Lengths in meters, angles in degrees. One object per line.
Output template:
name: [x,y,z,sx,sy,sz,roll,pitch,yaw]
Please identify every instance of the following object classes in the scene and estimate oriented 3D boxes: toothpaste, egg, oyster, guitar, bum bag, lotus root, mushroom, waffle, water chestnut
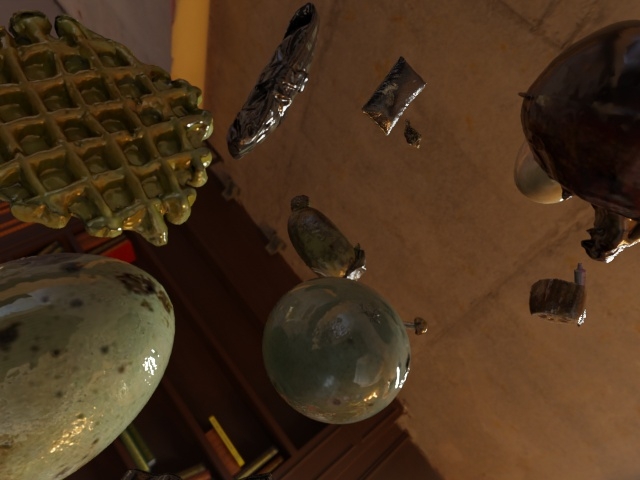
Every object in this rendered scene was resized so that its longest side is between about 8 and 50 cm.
toothpaste: [0.682,0.142,1.232,0.028,0.045,0.170,3,-74,40]
egg: [0.015,0.128,0.568,0.169,0.169,0.236,64,-17,-9]
oyster: [0.236,-0.276,1.222,0.093,0.034,0.051,-105,-177,-52]
guitar: [-0.201,0.403,0.749,0.271,0.038,0.084,-9,-71,13]
egg: [-0.378,0.165,0.613,0.287,0.379,0.288,41,-24,22]
bum bag: [-0.086,-0.305,0.939,0.095,0.341,0.144,26,-7,0]
lotus root: [0.545,0.144,1.080,0.122,0.081,0.112,10,-18,14]
mushroom: [0.110,0.150,1.128,0.306,0.043,0.068,25,-64,10]
mushroom: [0.618,-0.199,1.198,0.202,0.246,0.246,32,-34,-2]
waffle: [-0.170,-0.083,0.348,0.183,0.169,0.036,24,-31,-22]
water chestnut: [0.418,-0.114,0.604,0.350,0.350,0.302,30,-60,39]
lotus root: [0.000,0.000,1.384,0.309,0.173,0.173,52,-32,20]

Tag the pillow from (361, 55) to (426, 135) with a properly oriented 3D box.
pillow: [0.227,-0.447,1.453,0.141,0.208,0.055,35,1,-35]
